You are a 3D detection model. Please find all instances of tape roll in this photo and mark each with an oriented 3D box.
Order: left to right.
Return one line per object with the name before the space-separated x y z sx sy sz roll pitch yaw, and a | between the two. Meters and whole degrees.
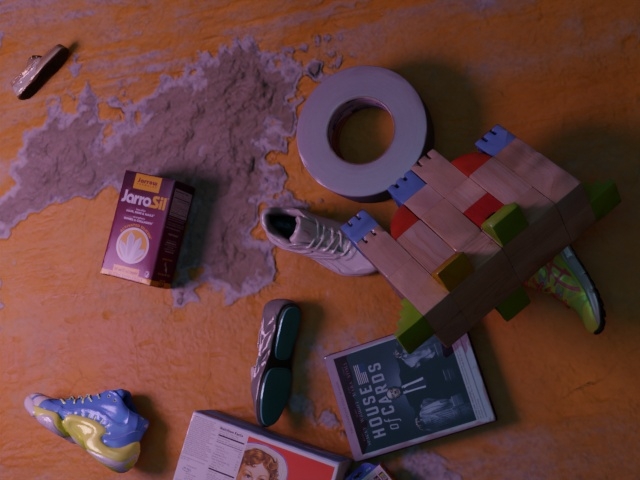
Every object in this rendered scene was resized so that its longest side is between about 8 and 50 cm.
tape roll | 0.075 -0.174 1.530 0.219 0.072 0.219 -2 82 18

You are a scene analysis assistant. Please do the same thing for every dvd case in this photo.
dvd case | 0.141 0.235 1.482 0.239 0.029 0.179 -20 77 13

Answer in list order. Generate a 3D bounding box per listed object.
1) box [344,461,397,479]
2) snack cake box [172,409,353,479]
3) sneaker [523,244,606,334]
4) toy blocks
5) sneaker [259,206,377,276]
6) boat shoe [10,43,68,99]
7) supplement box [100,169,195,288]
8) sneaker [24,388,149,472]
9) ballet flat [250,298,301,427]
box | 0.099 0.416 1.463 0.081 0.028 0.136 -41 81 8
snack cake box | -0.098 0.386 1.505 0.264 0.089 0.152 16 86 18
sneaker | 0.360 0.059 1.414 0.094 0.081 0.208 -31 64 11
toy blocks | 0.210 -0.030 1.396 0.381 0.191 0.261 -40 44 -2
sneaker | 0.000 0.000 1.508 0.232 0.115 0.090 14 88 18
boat shoe | -0.533 -0.325 1.746 0.135 0.050 0.045 -42 79 8
supplement box | -0.302 -0.019 1.621 0.104 0.081 0.188 12 87 18
sneaker | -0.398 0.302 1.621 0.240 0.091 0.126 27 73 19
ballet flat | -0.082 0.201 1.544 0.068 0.072 0.213 8 84 45
